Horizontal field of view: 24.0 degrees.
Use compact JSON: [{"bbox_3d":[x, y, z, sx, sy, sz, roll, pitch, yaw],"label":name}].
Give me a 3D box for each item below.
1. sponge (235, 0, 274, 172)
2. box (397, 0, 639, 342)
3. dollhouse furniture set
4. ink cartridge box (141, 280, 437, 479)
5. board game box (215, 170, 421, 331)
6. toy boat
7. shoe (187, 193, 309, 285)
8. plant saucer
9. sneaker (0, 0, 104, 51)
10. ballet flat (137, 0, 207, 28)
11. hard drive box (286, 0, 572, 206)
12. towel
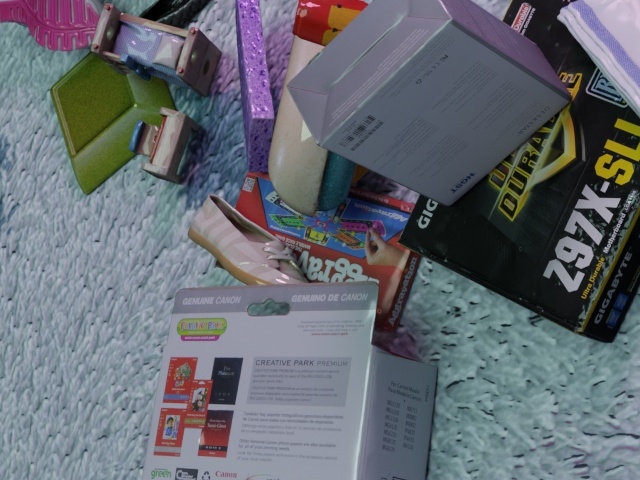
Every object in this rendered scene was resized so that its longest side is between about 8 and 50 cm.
[{"bbox_3d":[-0.081,-0.198,1.837,0.031,0.117,0.210,-3,58,-5],"label":"sponge"},{"bbox_3d":[0.254,-0.088,1.573,0.257,0.079,0.322,28,95,38],"label":"box"},{"bbox_3d":[-0.225,-0.185,1.918,0.129,0.129,0.184,16,86,12],"label":"dollhouse furniture set"},{"bbox_3d":[-0.035,0.192,1.682,0.309,0.130,0.272,-2,74,38],"label":"ink cartridge box"},{"bbox_3d":[0.000,0.000,1.780,0.281,0.027,0.145,18,89,40],"label":"board game box"},{"bbox_3d":[0.033,-0.168,1.662,0.148,0.318,0.268,12,68,-2],"label":"toy boat"},{"bbox_3d":[-0.081,0.011,1.773,0.219,0.076,0.058,34,104,42],"label":"shoe"},{"bbox_3d":[-0.297,-0.191,2.063,0.188,0.045,0.188,-36,57,24],"label":"plant saucer"},{"bbox_3d":[-0.367,-0.332,2.115,0.252,0.111,0.103,28,114,39],"label":"sneaker"},{"bbox_3d":[-0.186,-0.329,2.013,0.173,0.049,0.057,-49,53,16],"label":"ballet flat"},{"bbox_3d":[0.112,-0.147,1.503,0.181,0.232,0.089,-42,54,20],"label":"hard drive box"},{"bbox_3d":[0.394,-0.232,1.456,0.285,0.034,0.209,-30,48,4],"label":"towel"}]
